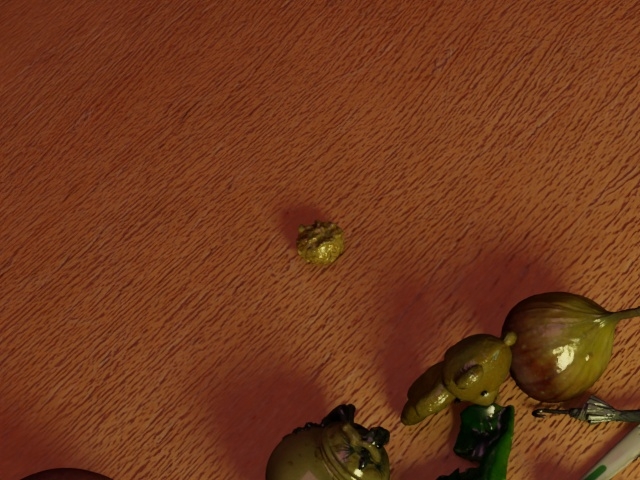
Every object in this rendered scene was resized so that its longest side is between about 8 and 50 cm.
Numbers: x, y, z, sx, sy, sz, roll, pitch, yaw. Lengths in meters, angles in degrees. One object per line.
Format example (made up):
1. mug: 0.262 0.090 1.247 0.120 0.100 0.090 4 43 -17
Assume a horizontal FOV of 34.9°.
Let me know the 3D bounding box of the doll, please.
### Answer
1. doll: 0.191 0.202 1.424 0.097 0.209 0.137 45 50 0

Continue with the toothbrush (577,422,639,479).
1. toothbrush: 0.297 0.368 1.349 0.418 0.040 0.042 -37 48 -13

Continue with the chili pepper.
1. chili pepper: 0.200 0.331 1.380 0.099 0.083 0.253 9 54 32

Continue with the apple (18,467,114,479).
1. apple: -0.328 0.455 1.334 0.306 0.235 0.305 -8 50 9

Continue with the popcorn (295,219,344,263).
1. popcorn: 0.000 0.000 1.686 0.082 0.057 0.083 -10 50 6

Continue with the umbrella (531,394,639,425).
1. umbrella: 0.428 0.237 1.402 0.269 0.044 0.044 -1 99 21

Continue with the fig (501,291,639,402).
1. fig: 0.371 0.136 1.424 0.231 0.143 0.160 -14 47 20

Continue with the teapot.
1. teapot: 0.025 0.307 1.374 0.182 0.173 0.269 -50 14 24
